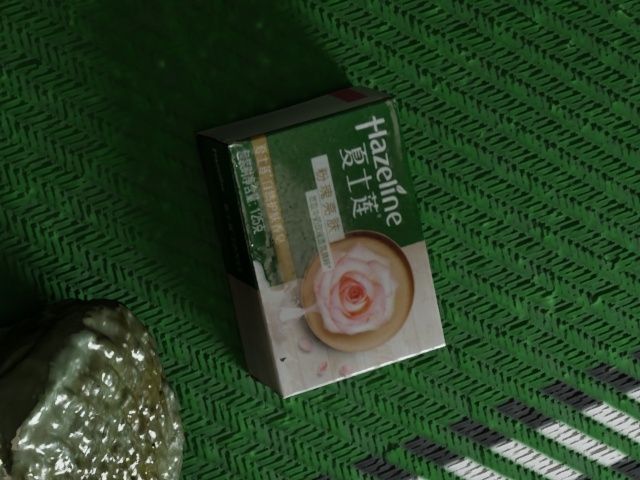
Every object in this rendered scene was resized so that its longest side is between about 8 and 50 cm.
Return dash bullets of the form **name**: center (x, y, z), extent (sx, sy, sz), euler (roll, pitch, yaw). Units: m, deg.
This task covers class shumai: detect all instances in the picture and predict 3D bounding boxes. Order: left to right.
- **shumai**: center (-0.223, 0.146, 1.360), extent (0.261, 0.222, 0.225), euler (57, 47, -49)

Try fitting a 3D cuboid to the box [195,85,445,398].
- **box**: center (0.000, 0.000, 1.440), extent (0.135, 0.081, 0.199), euler (-17, 107, -17)
